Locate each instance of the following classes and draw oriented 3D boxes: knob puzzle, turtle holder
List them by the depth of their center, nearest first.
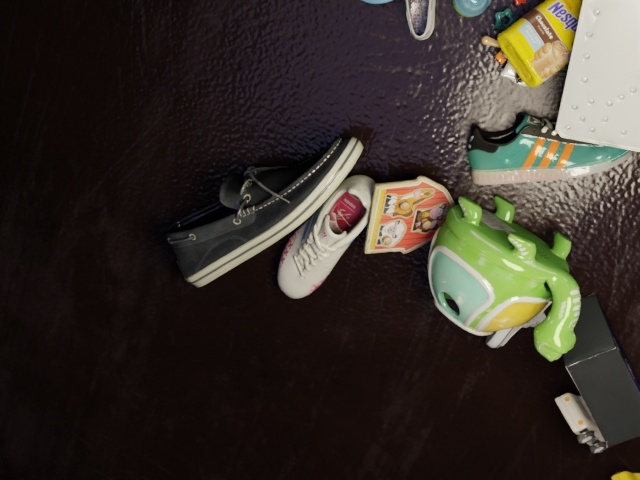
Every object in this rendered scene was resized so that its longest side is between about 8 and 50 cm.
[{"bbox_3d":[0.357,0.072,1.397,0.320,0.243,0.227,30,112,12],"label":"turtle holder"},{"bbox_3d":[0.193,-0.045,1.467,0.213,0.030,0.213,-11,131,-13],"label":"knob puzzle"}]

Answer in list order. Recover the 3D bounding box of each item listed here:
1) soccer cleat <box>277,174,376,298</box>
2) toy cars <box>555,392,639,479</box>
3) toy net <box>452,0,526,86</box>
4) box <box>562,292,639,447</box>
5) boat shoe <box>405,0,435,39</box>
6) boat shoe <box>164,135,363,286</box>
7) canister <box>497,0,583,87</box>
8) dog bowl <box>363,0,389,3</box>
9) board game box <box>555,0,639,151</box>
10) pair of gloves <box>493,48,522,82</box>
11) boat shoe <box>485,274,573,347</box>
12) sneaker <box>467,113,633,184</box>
[{"bbox_3d":[0.000,0.000,1.513,0.116,0.143,0.331,36,111,1],"label":"soccer cleat"},{"bbox_3d":[0.623,0.450,1.505,0.087,0.176,0.394,-35,97,15],"label":"toy cars"},{"bbox_3d":[0.353,-0.402,1.363,0.122,0.045,0.232,-33,101,5],"label":"toy net"},{"bbox_3d":[0.546,0.243,1.407,0.103,0.261,0.184,-29,100,19],"label":"box"},{"bbox_3d":[0.185,-0.473,1.362,0.066,0.063,0.184,5,109,11],"label":"boat shoe"},{"bbox_3d":[-0.131,-0.080,1.499,0.500,0.187,0.156,-32,104,25],"label":"boat shoe"},{"bbox_3d":[0.421,-0.373,1.306,0.170,0.073,0.126,-37,98,-2],"label":"canister"},{"bbox_3d":[0.161,-0.556,1.302,0.297,0.074,0.166,-26,75,18],"label":"dog bowl"},{"bbox_3d":[0.615,-0.314,1.163,0.389,0.050,0.390,14,130,18],"label":"board game box"},{"bbox_3d":[0.372,-0.340,1.347,0.083,0.010,0.074,42,93,-9],"label":"pair of gloves"},{"bbox_3d":[0.434,0.146,1.496,0.075,0.083,0.226,34,111,2],"label":"boat shoe"},{"bbox_3d":[0.431,-0.184,1.377,0.302,0.108,0.121,-6,110,16],"label":"sneaker"}]
